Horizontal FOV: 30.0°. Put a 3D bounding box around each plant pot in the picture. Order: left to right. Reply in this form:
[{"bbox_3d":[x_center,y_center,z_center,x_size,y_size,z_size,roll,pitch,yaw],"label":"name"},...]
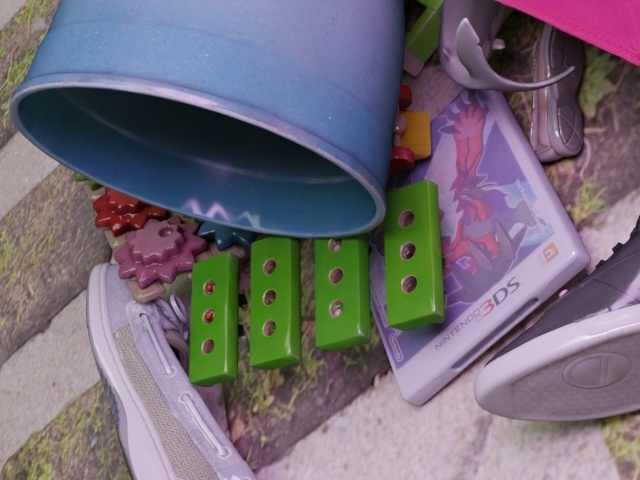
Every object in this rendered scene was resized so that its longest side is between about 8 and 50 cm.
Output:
[{"bbox_3d":[-0.057,-0.167,0.876,0.272,0.272,0.255,-1,69,44],"label":"plant pot"}]

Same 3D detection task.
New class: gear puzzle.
[{"bbox_3d":[-0.154,-0.085,1.165,0.175,0.044,0.339,-25,43,-9],"label":"gear puzzle"}]

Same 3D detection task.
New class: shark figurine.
[{"bbox_3d":[0.113,-0.191,0.924,0.166,0.116,0.278,-28,26,40],"label":"shark figurine"}]

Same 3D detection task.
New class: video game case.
[{"bbox_3d":[0.101,-0.004,0.930,0.183,0.023,0.201,-45,43,27],"label":"video game case"}]

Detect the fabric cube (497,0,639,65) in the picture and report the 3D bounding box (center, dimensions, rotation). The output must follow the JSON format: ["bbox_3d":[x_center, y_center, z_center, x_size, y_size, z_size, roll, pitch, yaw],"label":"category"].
[{"bbox_3d":[0.221,-0.282,0.736,0.259,0.258,0.254,41,139,48],"label":"fabric cube"}]

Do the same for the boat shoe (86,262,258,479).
[{"bbox_3d":[-0.133,0.135,1.048,0.103,0.118,0.320,-18,42,-10],"label":"boat shoe"}]

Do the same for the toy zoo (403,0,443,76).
[{"bbox_3d":[0.118,-0.309,1.096,0.293,0.030,0.192,-53,41,8],"label":"toy zoo"}]

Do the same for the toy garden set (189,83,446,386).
[{"bbox_3d":[0.000,0.000,0.971,0.244,0.049,0.203,-19,60,34],"label":"toy garden set"}]

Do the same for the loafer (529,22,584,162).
[{"bbox_3d":[0.177,-0.120,0.925,0.039,0.045,0.125,-20,58,46],"label":"loafer"}]

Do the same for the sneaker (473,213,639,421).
[{"bbox_3d":[0.221,0.006,0.771,0.296,0.104,0.147,-30,47,22],"label":"sneaker"}]
